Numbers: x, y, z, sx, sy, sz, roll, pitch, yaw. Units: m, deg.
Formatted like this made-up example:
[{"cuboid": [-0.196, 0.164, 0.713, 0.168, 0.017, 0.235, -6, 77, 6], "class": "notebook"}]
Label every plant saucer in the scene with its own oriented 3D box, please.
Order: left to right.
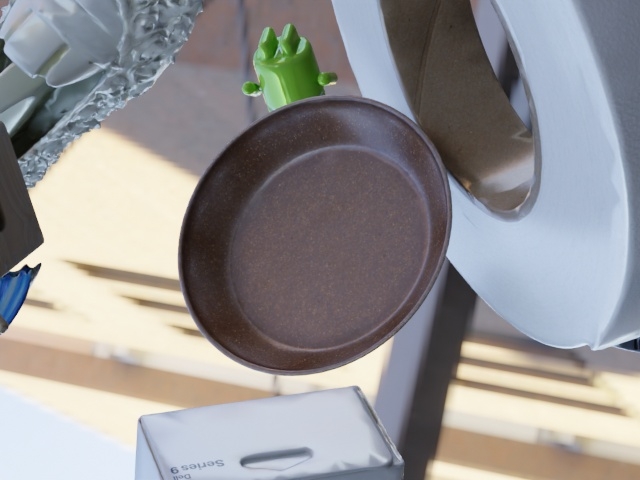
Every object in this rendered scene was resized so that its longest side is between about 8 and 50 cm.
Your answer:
[{"cuboid": [0.000, 0.000, 1.318, 0.036, 0.199, 0.198, 43, -119, -58], "class": "plant saucer"}]

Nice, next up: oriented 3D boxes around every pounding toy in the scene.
[{"cuboid": [-0.293, -0.010, 1.580, 0.100, 0.130, 0.141, -44, -55, -49], "class": "pounding toy"}]

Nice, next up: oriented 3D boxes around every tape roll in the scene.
[{"cuboid": [0.113, -0.119, 1.241, 0.072, 0.392, 0.392, -22, -57, -16], "class": "tape roll"}]

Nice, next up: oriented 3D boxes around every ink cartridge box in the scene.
[{"cuboid": [-0.053, 0.283, 1.750, 0.211, 0.121, 0.289, -7, -54, -19], "class": "ink cartridge box"}]

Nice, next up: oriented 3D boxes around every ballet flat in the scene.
[{"cuboid": [-0.228, -0.143, 1.657, 0.147, 0.409, 0.147, 20, -132, -24], "class": "ballet flat"}]

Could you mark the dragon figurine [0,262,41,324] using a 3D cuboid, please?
[{"cuboid": [-0.314, 0.039, 1.858, 0.289, 0.144, 0.085, -50, 5, 4], "class": "dragon figurine"}]

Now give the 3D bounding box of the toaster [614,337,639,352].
[{"cuboid": [0.318, 0.019, 1.555, 0.146, 0.227, 0.129, -19, -73, -47], "class": "toaster"}]

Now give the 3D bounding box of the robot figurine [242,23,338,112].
[{"cuboid": [-0.033, -0.177, 2.156, 0.067, 0.101, 0.115, -80, -22, -52], "class": "robot figurine"}]
